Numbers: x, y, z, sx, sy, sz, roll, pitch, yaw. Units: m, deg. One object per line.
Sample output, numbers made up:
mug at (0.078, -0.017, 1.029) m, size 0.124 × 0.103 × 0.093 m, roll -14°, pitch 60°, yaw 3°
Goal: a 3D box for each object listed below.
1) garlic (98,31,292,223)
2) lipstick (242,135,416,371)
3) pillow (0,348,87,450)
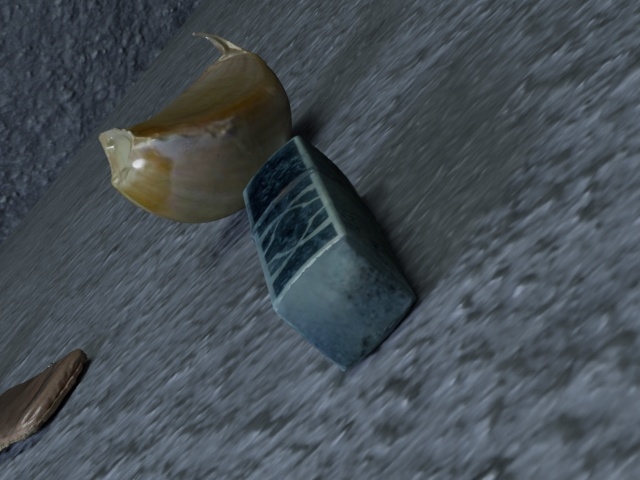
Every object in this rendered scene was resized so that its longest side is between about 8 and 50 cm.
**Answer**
garlic at (-0.110, -0.114, 1.395) m, size 0.145 × 0.164 × 0.245 m, roll -58°, pitch -1°, yaw 42°
lipstick at (0.000, 0.000, 0.961) m, size 0.077 × 0.076 × 0.289 m, roll -45°, pitch 17°, yaw 7°
pillow at (-0.333, 0.191, 1.517) m, size 0.211 × 0.034 × 0.135 m, roll -29°, pitch 21°, yaw 49°
